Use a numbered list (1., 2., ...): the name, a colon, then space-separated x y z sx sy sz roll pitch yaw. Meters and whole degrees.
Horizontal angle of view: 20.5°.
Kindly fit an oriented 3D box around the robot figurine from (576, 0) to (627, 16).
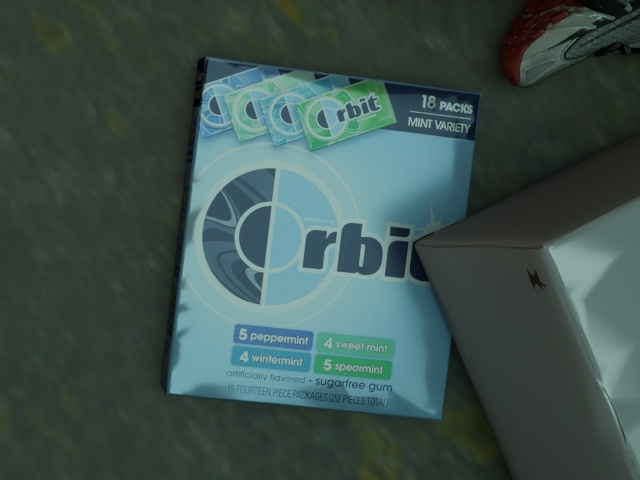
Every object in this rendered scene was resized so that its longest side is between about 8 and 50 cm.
1. robot figurine: 0.094 -0.215 0.910 0.291 0.211 0.085 14 134 -1

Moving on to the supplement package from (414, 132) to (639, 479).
1. supplement package: 0.232 0.019 0.933 0.293 0.175 0.178 -25 98 -16

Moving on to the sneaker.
1. sneaker: 0.210 -0.126 0.985 0.225 0.088 0.093 -19 104 -5

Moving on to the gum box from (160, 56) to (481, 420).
1. gum box: 0.000 0.000 0.978 0.157 0.041 0.184 7 91 -10
